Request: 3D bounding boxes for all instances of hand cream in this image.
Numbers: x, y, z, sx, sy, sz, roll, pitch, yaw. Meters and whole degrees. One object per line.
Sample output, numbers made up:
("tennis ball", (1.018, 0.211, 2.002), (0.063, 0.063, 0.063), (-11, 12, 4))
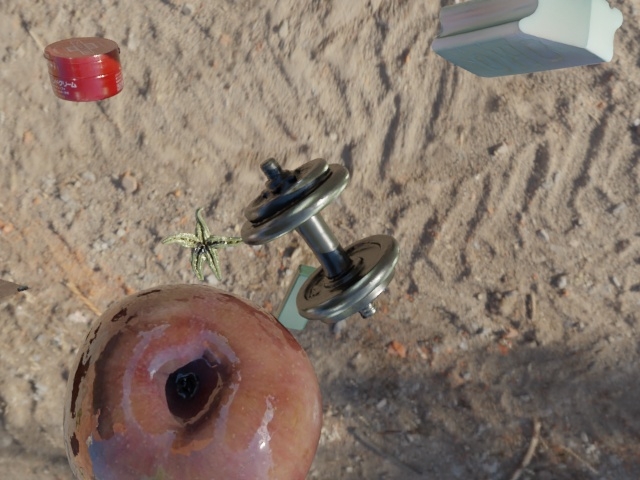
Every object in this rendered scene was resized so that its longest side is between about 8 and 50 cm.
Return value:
("hand cream", (-0.627, -0.457, 1.699), (0.193, 0.193, 0.125), (2, 123, 4))

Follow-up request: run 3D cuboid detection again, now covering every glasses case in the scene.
("glasses case", (-0.049, 0.144, 1.590), (0.078, 0.039, 0.184), (16, 125, -14))

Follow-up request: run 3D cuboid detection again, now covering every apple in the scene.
("apple", (-0.148, 0.187, 0.727), (0.306, 0.305, 0.235), (4, 156, 3))

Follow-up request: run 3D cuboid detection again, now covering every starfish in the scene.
("starfish", (-0.277, 0.010, 1.559), (0.217, 0.050, 0.223), (0, 128, 1))

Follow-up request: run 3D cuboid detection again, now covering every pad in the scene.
("pad", (-0.647, 0.086, 1.189), (0.188, 0.113, 0.006), (10, 109, 31))

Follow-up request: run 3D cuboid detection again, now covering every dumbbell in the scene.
("dumbbell", (0.000, 0.000, 0.956), (0.192, 0.192, 0.290), (-29, 106, 21))

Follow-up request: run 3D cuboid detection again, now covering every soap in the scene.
("soap", (0.363, -0.374, 1.156), (0.173, 0.289, 0.095), (15, 89, -33))
